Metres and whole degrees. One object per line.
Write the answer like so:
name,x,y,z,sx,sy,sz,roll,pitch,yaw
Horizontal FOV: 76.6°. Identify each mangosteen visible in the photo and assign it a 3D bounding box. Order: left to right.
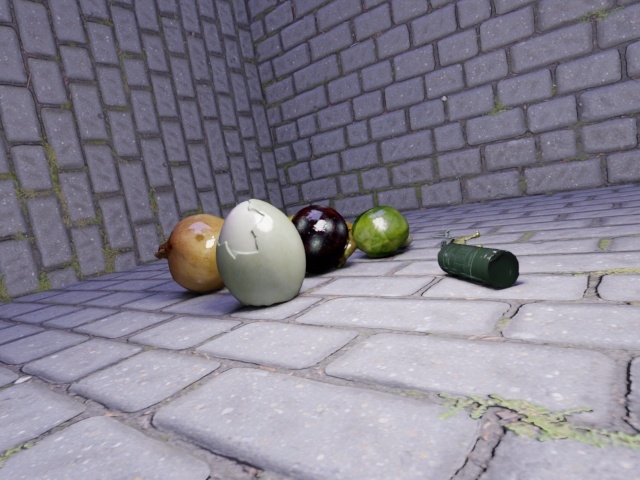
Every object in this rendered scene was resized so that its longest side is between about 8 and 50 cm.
mangosteen,0.000,0.000,1.595,0.288,0.287,0.288,-10,7,1

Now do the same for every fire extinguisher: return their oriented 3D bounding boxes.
fire extinguisher,0.414,0.053,1.138,0.095,0.114,0.311,18,-2,-14

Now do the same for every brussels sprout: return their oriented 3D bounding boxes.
brussels sprout,0.242,-0.030,1.713,0.219,0.210,0.271,-36,-10,-12

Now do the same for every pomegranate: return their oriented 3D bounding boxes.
pomegranate,-0.489,0.047,1.628,0.338,0.338,0.338,-10,7,1

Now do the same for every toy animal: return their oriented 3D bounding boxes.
toy animal,0.471,0.038,1.403,0.136,0.073,0.181,-15,14,43

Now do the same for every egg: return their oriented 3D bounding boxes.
egg,-0.192,0.037,1.278,0.278,0.336,0.278,-14,12,3

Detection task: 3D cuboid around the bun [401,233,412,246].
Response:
bun,0.354,-0.005,1.818,0.115,0.069,0.115,26,-17,9

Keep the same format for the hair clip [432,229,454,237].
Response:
hair clip,0.572,-0.030,1.899,0.030,0.039,0.115,-8,3,-26

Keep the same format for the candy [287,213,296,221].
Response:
candy,-0.132,-0.078,2.082,0.146,0.088,0.276,-21,0,3

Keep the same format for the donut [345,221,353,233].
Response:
donut,0.144,-0.022,2.062,0.065,0.162,0.178,-55,-12,30
